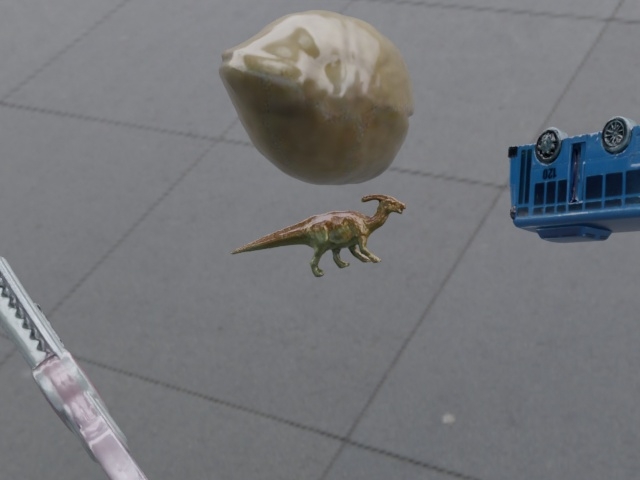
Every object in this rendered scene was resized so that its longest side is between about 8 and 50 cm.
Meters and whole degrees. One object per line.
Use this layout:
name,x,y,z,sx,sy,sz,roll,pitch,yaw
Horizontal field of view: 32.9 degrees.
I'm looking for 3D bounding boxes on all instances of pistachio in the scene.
pistachio,0.000,-0.136,1.059,0.181,0.162,0.293,13,3,14

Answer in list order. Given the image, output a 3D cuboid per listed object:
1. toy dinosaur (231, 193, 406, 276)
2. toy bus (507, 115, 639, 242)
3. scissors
toy dinosaur,0.002,0.003,0.676,0.113,0.041,0.026,-20,5,12
toy bus,0.265,-0.054,1.024,0.090,0.106,0.184,7,-7,-32
scissors,-0.160,0.100,0.699,0.030,0.118,0.242,-34,71,-14
